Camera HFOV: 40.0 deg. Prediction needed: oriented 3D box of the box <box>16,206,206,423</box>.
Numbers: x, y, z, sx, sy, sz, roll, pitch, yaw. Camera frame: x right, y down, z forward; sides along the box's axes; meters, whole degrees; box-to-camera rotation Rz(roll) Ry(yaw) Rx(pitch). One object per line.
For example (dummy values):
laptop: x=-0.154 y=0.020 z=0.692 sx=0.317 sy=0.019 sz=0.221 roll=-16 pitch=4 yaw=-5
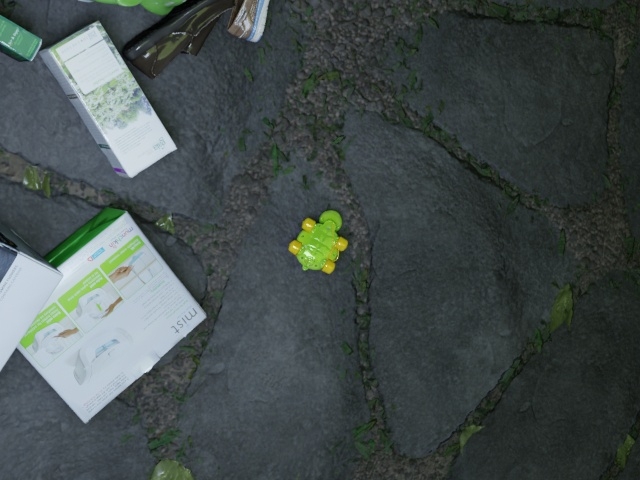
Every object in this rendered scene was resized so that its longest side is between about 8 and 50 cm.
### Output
box: x=-0.361 y=0.116 z=1.423 sx=0.262 sy=0.127 sz=0.231 roll=-43 pitch=114 yaw=-18

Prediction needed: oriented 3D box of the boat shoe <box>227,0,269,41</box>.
boat shoe: x=-0.121 y=-0.441 z=1.519 sx=0.066 sy=0.066 sz=0.183 roll=7 pitch=93 yaw=-28

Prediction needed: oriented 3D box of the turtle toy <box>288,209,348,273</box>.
turtle toy: x=0.000 y=0.000 z=1.639 sx=0.095 sy=0.066 sz=0.130 roll=31 pitch=78 yaw=-4

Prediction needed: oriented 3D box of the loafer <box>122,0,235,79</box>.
loafer: x=-0.227 y=-0.348 z=1.474 sx=0.220 sy=0.080 sz=0.078 roll=-37 pitch=119 yaw=-12

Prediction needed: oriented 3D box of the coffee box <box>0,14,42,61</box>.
coffee box: x=-0.512 y=-0.326 z=1.296 sx=0.184 sy=0.113 sz=0.040 roll=29 pitch=85 yaw=-30

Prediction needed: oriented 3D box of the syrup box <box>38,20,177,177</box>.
syrup box: x=-0.340 y=-0.223 z=1.410 sx=0.093 sy=0.096 sz=0.237 roll=-37 pitch=112 yaw=-18

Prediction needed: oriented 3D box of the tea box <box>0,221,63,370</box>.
tea box: x=-0.587 y=0.081 z=1.142 sx=0.323 sy=0.220 sz=0.329 roll=37 pitch=84 yaw=-44

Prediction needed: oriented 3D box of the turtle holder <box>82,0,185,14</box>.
turtle holder: x=-0.324 y=-0.475 z=1.308 sx=0.320 sy=0.227 sz=0.243 roll=-5 pitch=107 yaw=-46
